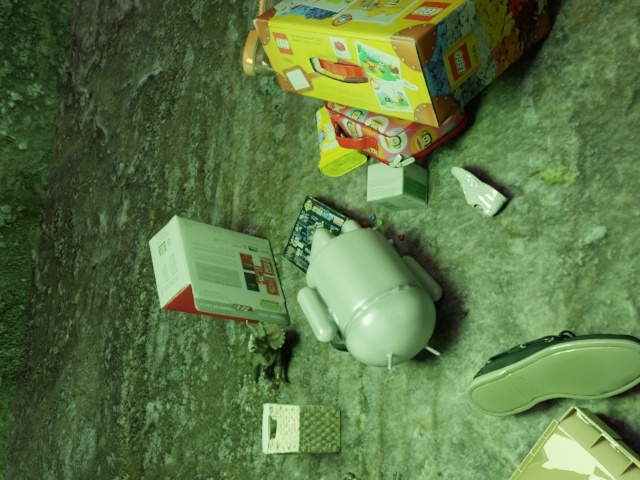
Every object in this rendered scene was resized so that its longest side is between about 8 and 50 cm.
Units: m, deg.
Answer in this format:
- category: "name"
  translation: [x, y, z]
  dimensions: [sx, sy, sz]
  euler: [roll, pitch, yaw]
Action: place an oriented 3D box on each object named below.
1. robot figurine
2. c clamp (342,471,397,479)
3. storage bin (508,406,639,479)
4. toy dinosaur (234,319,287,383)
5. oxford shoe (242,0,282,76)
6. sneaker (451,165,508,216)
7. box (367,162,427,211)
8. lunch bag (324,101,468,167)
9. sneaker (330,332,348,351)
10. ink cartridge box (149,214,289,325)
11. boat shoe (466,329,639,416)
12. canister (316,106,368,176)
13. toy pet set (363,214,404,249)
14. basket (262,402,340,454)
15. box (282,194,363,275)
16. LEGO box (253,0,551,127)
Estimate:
- category: "robot figurine"
  translation: [0.104, 0.116, 1.475]
  dimensions: [0.353, 0.300, 0.199]
  euler: [56, 155, 35]
- category: "c clamp"
  translation: [0.098, 0.548, 1.531]
  dimensions: [0.161, 0.022, 0.137]
  euler: [2, 85, 44]
- category: "storage bin"
  translation: [0.443, 0.446, 1.136]
  dimensions: [0.262, 0.123, 0.260]
  euler: [44, 109, 43]
- category: "toy dinosaur"
  translation: [-0.146, 0.274, 1.796]
  dimensions: [0.313, 0.121, 0.160]
  euler: [171, 103, -78]
- category: "oxford shoe"
  translation: [-0.111, -0.630, 2.050]
  dimensions: [0.133, 0.130, 0.363]
  euler: [11, 78, 14]
- category: "sneaker"
  translation: [0.318, -0.105, 1.477]
  dimensions: [0.152, 0.054, 0.061]
  euler: [46, 114, 42]
- category: "box"
  translation: [0.173, -0.124, 1.594]
  dimensions: [0.102, 0.101, 0.087]
  euler: [-11, 70, 41]
- category: "lunch bag"
  translation: [0.149, -0.280, 1.572]
  dimensions: [0.258, 0.120, 0.293]
  euler: [-36, 40, -13]
- category: "sneaker"
  translation: [0.081, 0.217, 1.610]
  dimensions: [0.234, 0.078, 0.106]
  euler: [28, 123, 32]
- category: "ink cartridge box"
  translation: [-0.254, 0.109, 1.806]
  dimensions: [0.130, 0.310, 0.271]
  euler: [-39, 53, 31]
- category: "boat shoe"
  translation: [0.415, 0.215, 1.246]
  dimensions: [0.340, 0.127, 0.113]
  euler: [-35, 12, 42]
- category: "canister"
  translation: [0.050, -0.263, 1.783]
  dimensions: [0.126, 0.073, 0.169]
  euler: [-25, 60, 38]
- category: "toy pet set"
  translation: [0.113, 0.006, 1.643]
  dimensions: [0.122, 0.065, 0.114]
  euler: [37, 105, 45]
- category: "basket"
  translation: [-0.038, 0.425, 1.603]
  dimensions: [0.103, 0.167, 0.113]
  euler: [-13, 70, 36]
- category: "box"
  translation: [0.000, 0.000, 1.742]
  dimensions: [0.220, 0.051, 0.175]
  euler: [32, 102, 57]
- category: "LEGO box"
  translation: [0.163, -0.458, 1.511]
  dimensions: [0.372, 0.193, 0.500]
  euler: [-41, 39, -21]
